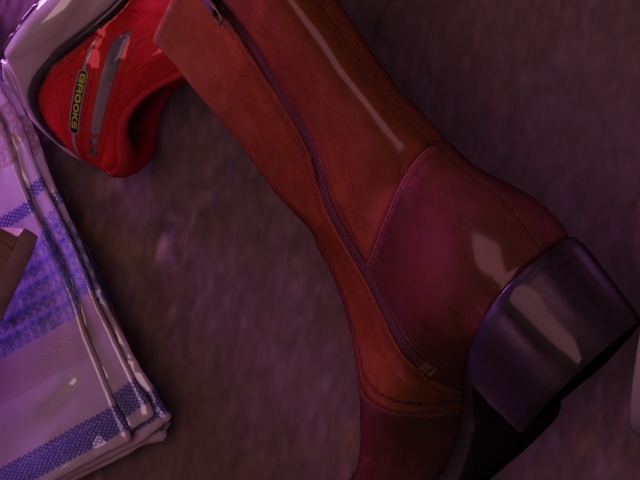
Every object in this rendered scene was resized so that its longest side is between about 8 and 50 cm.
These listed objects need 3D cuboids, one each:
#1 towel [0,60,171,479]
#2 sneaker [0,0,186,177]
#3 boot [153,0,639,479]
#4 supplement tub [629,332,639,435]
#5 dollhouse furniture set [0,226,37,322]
[{"bbox_3d":[-0.225,0.026,1.098,0.209,0.034,0.285,-29,79,15],"label":"towel"},{"bbox_3d":[-0.045,-0.145,1.031,0.118,0.107,0.279,46,109,3],"label":"sneaker"},{"bbox_3d":[0.000,0.000,0.944,0.096,0.264,0.280,-36,76,-24],"label":"boot"},{"bbox_3d":[0.313,0.032,0.849,0.316,0.228,0.228,14,92,16],"label":"supplement tub"},{"bbox_3d":[-0.318,-0.032,1.080,0.303,0.198,0.286,3,66,52],"label":"dollhouse furniture set"}]
